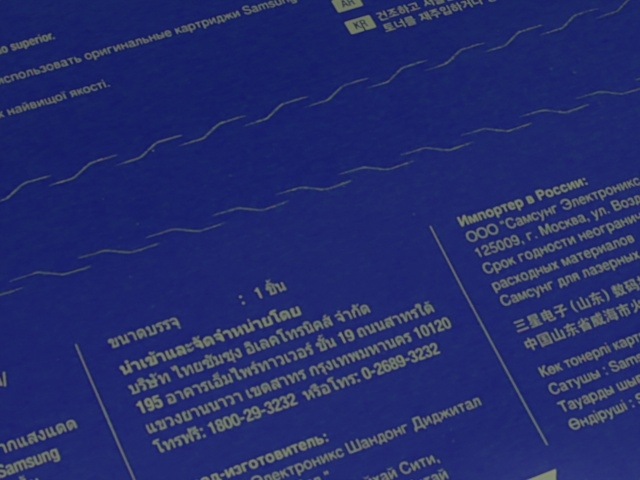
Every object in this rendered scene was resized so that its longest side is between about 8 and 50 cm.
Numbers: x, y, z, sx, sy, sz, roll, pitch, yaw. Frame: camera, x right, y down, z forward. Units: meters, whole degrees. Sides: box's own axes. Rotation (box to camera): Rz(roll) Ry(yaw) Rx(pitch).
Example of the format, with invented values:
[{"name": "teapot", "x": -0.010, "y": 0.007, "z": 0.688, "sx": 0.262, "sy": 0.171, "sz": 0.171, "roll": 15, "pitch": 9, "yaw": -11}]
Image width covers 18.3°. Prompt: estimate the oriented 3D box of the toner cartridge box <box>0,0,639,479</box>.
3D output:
[{"name": "toner cartridge box", "x": 0.000, "y": 0.000, "z": 0.366, "sx": 0.348, "sy": 0.075, "sz": 0.165, "roll": -18, "pitch": 62, "yaw": -19}]
